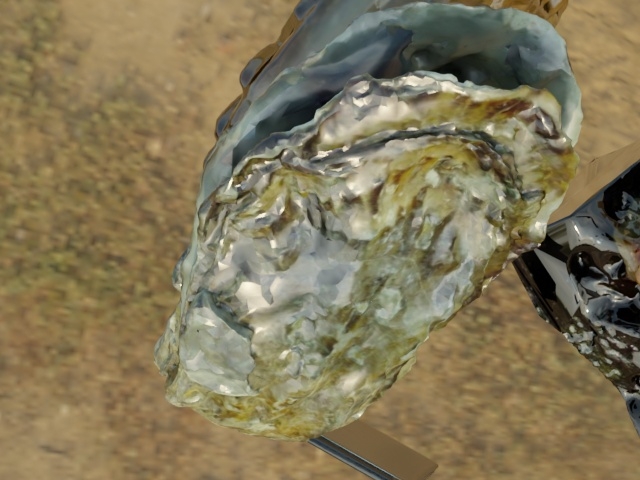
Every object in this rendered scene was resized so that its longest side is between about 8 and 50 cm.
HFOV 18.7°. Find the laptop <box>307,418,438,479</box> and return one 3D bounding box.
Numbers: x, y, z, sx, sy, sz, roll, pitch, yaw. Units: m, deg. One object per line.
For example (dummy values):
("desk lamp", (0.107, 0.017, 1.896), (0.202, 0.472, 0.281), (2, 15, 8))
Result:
("laptop", (0.016, 0.177, 1.780), (0.180, 0.129, 0.016), (29, 100, 12))

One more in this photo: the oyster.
("oyster", (0.000, 0.005, 1.046), (0.162, 0.158, 0.351), (40, 134, -5))

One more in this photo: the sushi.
("sushi", (0.339, 0.015, 1.714), (0.227, 0.215, 0.212), (54, 142, -7))

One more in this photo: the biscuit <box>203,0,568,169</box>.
("biscuit", (0.055, -0.121, 1.315), (0.103, 0.332, 0.332), (43, 105, 11))
